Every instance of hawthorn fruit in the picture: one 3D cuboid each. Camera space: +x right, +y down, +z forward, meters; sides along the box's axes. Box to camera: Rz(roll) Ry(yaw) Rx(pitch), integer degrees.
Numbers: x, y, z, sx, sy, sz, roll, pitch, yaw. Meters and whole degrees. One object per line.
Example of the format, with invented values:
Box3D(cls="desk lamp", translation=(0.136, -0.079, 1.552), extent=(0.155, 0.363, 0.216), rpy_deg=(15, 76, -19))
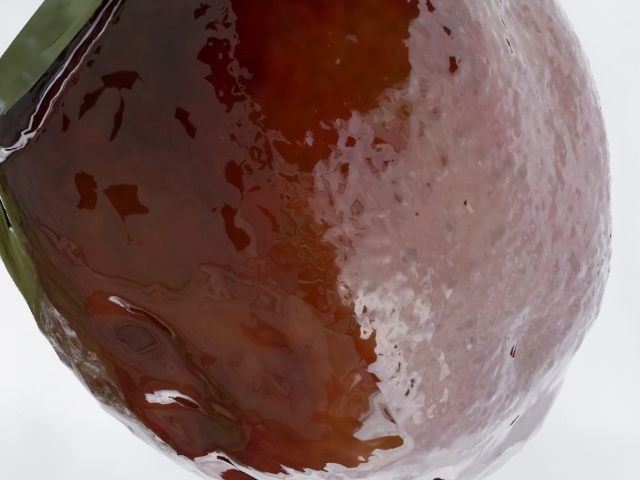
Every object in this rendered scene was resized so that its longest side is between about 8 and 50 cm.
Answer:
Box3D(cls="hawthorn fruit", translation=(0.000, 0.000, 0.607), extent=(0.189, 0.189, 0.251), rpy_deg=(-23, -87, 42))
